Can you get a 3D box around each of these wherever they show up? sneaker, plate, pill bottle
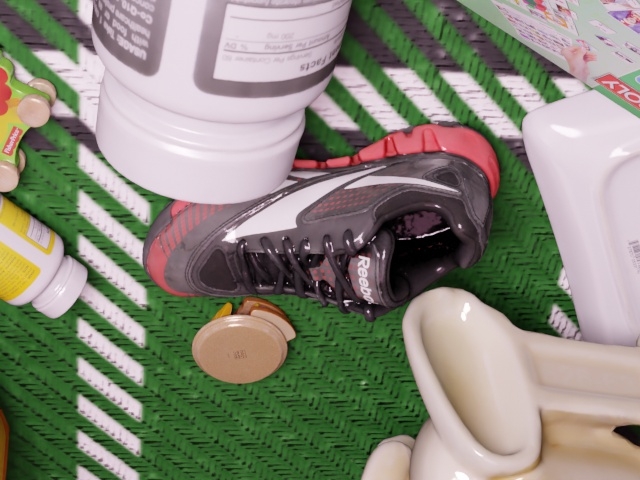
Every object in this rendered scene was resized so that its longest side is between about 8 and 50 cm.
[{"bbox_3d":[0.000,0.000,1.055,0.276,0.135,0.097,-13,129,6],"label":"sneaker"},{"bbox_3d":[0.320,-0.021,1.124,0.278,0.045,0.277,-17,127,8],"label":"plate"},{"bbox_3d":[-0.056,-0.176,0.900,0.161,0.161,0.283,8,126,-11],"label":"pill bottle"},{"bbox_3d":[-0.233,0.008,1.083,0.065,0.065,0.116,-39,120,22],"label":"pill bottle"}]

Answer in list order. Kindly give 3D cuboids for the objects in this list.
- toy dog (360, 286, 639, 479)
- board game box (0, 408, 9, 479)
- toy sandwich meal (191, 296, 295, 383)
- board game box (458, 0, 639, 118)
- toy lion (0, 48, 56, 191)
[{"bbox_3d":[0.163,0.296,1.142,0.284,0.395,0.408,1,136,-23],"label":"toy dog"},{"bbox_3d":[-0.438,0.149,0.933,0.356,0.356,0.356,-16,122,2],"label":"board game box"},{"bbox_3d":[-0.064,0.081,1.177,0.085,0.029,0.085,-1,131,-2],"label":"toy sandwich meal"},{"bbox_3d":[0.208,-0.148,0.903,0.317,0.213,0.046,30,75,-16],"label":"board game box"},{"bbox_3d":[-0.243,-0.094,1.029,0.096,0.034,0.100,24,122,-13],"label":"toy lion"}]
